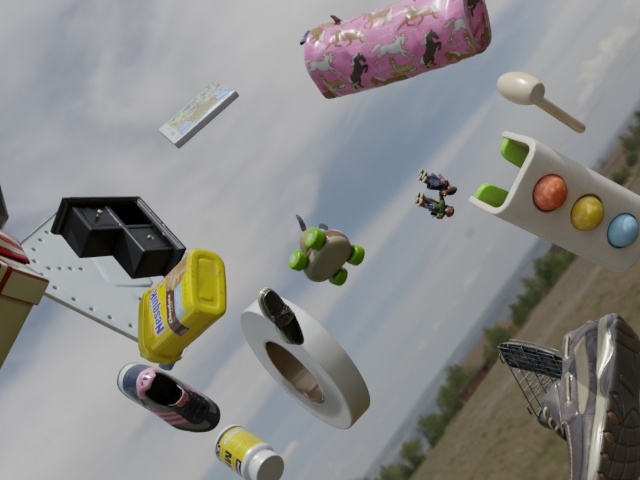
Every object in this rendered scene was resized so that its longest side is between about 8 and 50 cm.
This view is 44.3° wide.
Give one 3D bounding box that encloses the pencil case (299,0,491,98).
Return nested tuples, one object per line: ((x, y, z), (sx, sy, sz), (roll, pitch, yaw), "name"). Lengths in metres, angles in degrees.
((0.153, -0.408, 1.587), (0.160, 0.386, 0.167), (-47, -59, -51), "pencil case")

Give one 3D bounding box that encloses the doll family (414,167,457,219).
((0.303, -0.117, 2.014), (0.076, 0.111, 0.193), (122, 166, -53), "doll family")

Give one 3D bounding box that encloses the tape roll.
((-0.043, 0.299, 1.932), (0.072, 0.392, 0.392), (-42, -17, -24), "tape roll")

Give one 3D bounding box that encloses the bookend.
((-0.338, -0.002, 1.318), (0.157, 0.156, 0.072), (-4, -50, -49), "bookend")

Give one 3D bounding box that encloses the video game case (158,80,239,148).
((-0.329, -0.341, 2.105), (0.212, 0.023, 0.193), (-42, 30, -6), "video game case")

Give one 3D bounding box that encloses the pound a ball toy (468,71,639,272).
((0.384, -0.098, 1.209), (0.208, 0.319, 0.136), (-64, 26, 7), "pound a ball toy")

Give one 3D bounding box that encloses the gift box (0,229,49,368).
((-0.640, 0.071, 1.260), (0.258, 0.276, 0.255), (-62, -28, -3), "gift box")

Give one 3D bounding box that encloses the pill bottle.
((-0.205, 0.622, 2.265), (0.119, 0.208, 0.119), (-12, -71, -38), "pill bottle")

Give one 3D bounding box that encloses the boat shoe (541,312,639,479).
((0.439, 0.281, 1.275), (0.130, 0.132, 0.355), (-21, 31, 41), "boat shoe")

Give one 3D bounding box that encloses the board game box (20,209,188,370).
((-0.426, 0.080, 1.663), (0.050, 0.389, 0.390), (-60, 6, 23), "board game box")

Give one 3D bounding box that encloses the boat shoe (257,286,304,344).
((-0.075, 0.155, 1.607), (0.056, 0.049, 0.152), (-52, -51, -27), "boat shoe")

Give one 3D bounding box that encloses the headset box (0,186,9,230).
((-0.805, -0.024, 1.557), (0.218, 0.293, 0.110), (-86, 2, -47), "headset box")

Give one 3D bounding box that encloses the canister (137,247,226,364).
((-0.216, 0.102, 1.228), (0.073, 0.126, 0.170), (17, -40, -32), "canister")

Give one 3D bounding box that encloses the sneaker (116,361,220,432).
((-0.354, 0.407, 1.964), (0.319, 0.131, 0.112), (35, -113, -36), "sneaker")

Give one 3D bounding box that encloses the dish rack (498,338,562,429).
((0.473, 0.289, 1.547), (0.074, 0.272, 0.208), (-45, 27, -25), "dish rack")

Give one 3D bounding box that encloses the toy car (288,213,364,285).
((0.000, 0.000, 2.004), (0.149, 0.155, 0.188), (-52, 34, 25), "toy car")
